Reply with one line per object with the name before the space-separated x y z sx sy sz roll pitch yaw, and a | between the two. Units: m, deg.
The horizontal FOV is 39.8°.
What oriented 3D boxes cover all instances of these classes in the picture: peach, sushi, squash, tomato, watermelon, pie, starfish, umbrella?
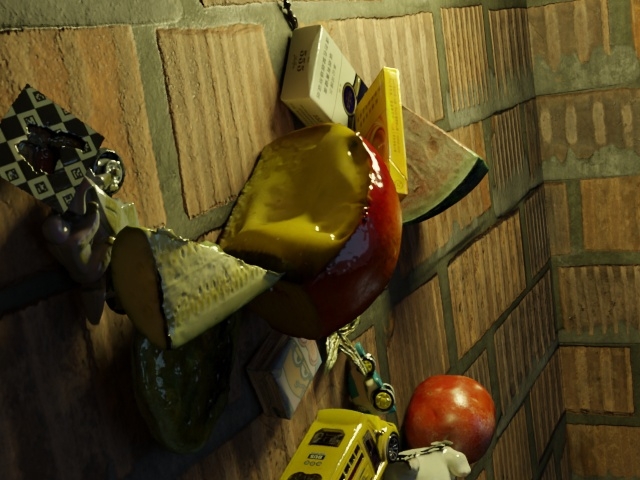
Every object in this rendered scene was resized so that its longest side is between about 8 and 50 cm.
peach | 0.000 0.000 1.465 0.242 0.306 0.380 58 34 -32
sushi | -0.343 -0.108 1.081 0.120 0.026 0.126 37 57 -27
squash | -0.161 0.019 1.185 0.252 0.093 0.170 -32 120 -50
tomato | 0.304 0.423 2.090 0.188 0.232 0.232 43 47 -25
watermelon | 0.274 -0.197 2.048 0.283 0.250 0.293 -48 132 -60
pie | -0.183 0.165 1.291 0.323 0.070 0.323 1 90 -74
starfish | 0.033 0.175 1.763 0.176 0.053 0.208 40 45 -42
umbrella | -0.057 -0.430 1.679 0.013 0.022 0.122 -101 177 -46

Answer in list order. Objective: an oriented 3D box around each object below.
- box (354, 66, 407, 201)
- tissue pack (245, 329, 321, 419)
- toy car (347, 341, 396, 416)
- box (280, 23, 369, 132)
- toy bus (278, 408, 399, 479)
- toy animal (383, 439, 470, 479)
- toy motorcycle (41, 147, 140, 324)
box | 0.111 -0.170 1.648 0.152 0.043 0.269 127 -34 -59
tissue pack | -0.062 0.223 1.565 0.155 0.065 0.116 -57 138 -49
toy car | 0.089 0.302 1.842 0.162 0.098 0.126 58 0 3
box | 0.019 -0.285 1.750 0.259 0.071 0.168 39 54 -55
toy bus | 0.027 0.426 1.631 0.331 0.145 0.151 -54 132 -49
toy animal | 0.225 0.602 1.913 0.182 0.247 0.310 1 81 -60
toy motorcycle | -0.293 -0.003 1.136 0.152 0.073 0.225 -22 108 -58
